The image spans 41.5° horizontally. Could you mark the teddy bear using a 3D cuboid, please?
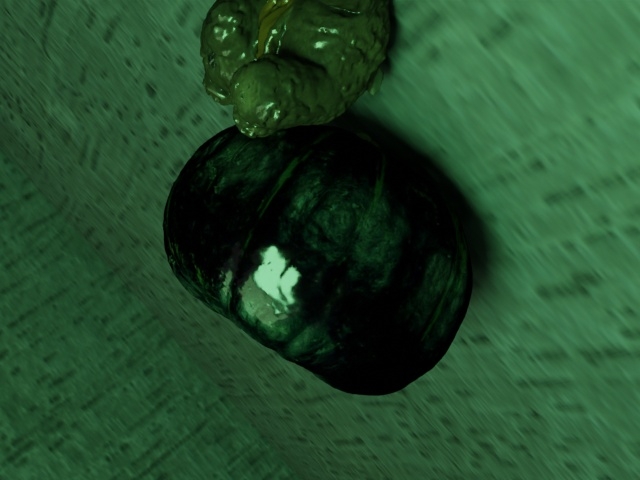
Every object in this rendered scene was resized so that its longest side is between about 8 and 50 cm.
[{"bbox_3d":[-0.032,-0.172,0.731,0.190,0.177,0.140,22,-174,42],"label":"teddy bear"}]

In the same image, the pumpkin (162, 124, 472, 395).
[{"bbox_3d":[0.000,0.000,0.830,0.315,0.238,0.315,28,174,3],"label":"pumpkin"}]
